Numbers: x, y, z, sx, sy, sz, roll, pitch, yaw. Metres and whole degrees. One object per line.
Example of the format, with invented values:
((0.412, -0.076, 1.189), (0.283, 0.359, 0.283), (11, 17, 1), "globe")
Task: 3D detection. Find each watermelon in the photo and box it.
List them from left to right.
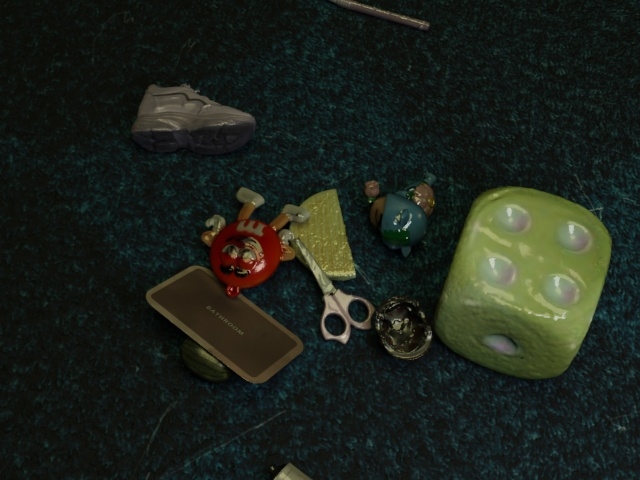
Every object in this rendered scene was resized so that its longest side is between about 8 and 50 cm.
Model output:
((-0.191, 0.203, 1.736), (0.110, 0.078, 0.078), (34, 62, 12), "watermelon")

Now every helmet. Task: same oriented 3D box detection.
((0.146, 0.163, 1.792), (0.098, 0.070, 0.123), (-15, 69, -6), "helmet")

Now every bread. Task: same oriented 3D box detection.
((-0.004, -0.002, 1.899), (0.112, 0.036, 0.193), (-11, 62, -4), "bread")

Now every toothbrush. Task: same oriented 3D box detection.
((0.069, -0.513, 2.213), (0.353, 0.024, 0.029), (17, 65, 5), "toothbrush")

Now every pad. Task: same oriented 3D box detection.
((-0.166, 0.142, 1.766), (0.266, 0.002, 0.176), (36, 33, 15), "pad")

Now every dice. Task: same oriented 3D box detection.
((0.346, 0.077, 1.754), (0.252, 0.254, 0.250), (21, 59, 8), "dice")

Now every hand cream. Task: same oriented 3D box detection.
((-0.012, 0.430, 1.635), (0.186, 0.054, 0.087), (38, 68, 9), "hand cream")

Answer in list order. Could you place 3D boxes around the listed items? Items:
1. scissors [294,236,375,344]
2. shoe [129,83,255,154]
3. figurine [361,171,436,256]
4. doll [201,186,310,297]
((0.011, 0.086, 1.830), (0.110, 0.021, 0.212), (-30, 80, -18), "scissors")
((-0.249, -0.249, 1.987), (0.245, 0.095, 0.138), (-1, 62, 2), "shoe")
((0.149, -0.061, 1.914), (0.144, 0.114, 0.178), (23, 48, 17), "figurine")
((-0.135, 0.003, 1.853), (0.183, 0.085, 0.217), (20, 60, 18), "doll")
